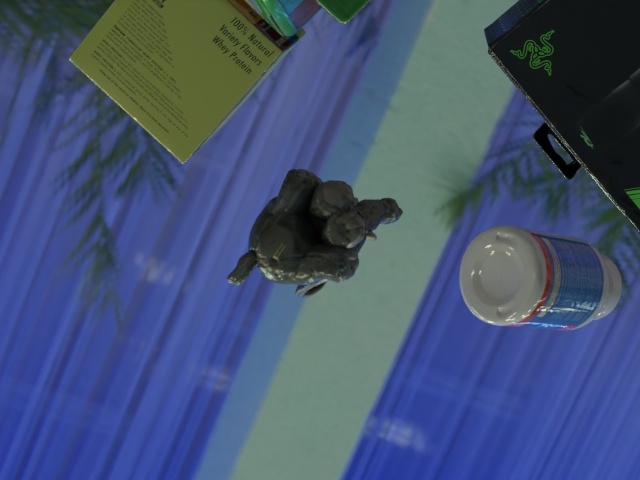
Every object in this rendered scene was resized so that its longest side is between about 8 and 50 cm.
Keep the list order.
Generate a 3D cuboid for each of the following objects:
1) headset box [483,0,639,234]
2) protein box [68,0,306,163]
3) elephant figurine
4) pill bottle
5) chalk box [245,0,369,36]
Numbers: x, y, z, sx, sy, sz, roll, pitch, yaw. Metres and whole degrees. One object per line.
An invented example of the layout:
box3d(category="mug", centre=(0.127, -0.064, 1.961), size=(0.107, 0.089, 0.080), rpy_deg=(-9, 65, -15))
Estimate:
box3d(category="headset box", centre=(0.314, -0.165, 1.113), size=(0.246, 0.283, 0.131), rpy_deg=(49, -165, -9))
box3d(category="protein box", centre=(-0.167, -0.249, 1.597), size=(0.200, 0.201, 0.136), rpy_deg=(42, -158, -4))
box3d(category="elephant figurine", centre=(0.000, 0.000, 1.708), size=(0.185, 0.170, 0.239), rpy_deg=(12, 177, 8))
box3d(category="pill bottle", centre=(0.286, 0.051, 1.578), size=(0.221, 0.124, 0.124), rpy_deg=(8, -162, -46))
box3d(category="chalk box", centre=(-0.046, -0.349, 1.297), size=(0.289, 0.180, 0.179), rpy_deg=(45, 180, 20))
